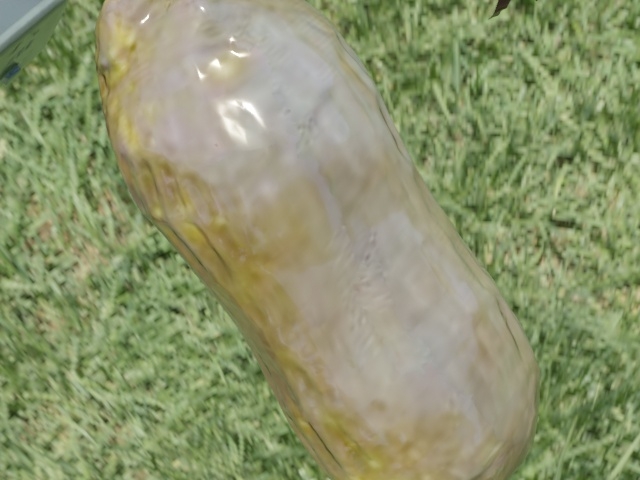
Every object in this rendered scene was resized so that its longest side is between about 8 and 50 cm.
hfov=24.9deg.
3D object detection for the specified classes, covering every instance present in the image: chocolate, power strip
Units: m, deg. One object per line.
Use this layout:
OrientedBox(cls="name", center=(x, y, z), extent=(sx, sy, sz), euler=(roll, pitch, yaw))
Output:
OrientedBox(cls="chocolate", center=(0.000, 0.000, 0.711), extent=(0.134, 0.134, 0.309), euler=(-36, 100, -9))
OrientedBox(cls="power strip", center=(-0.337, -0.118, 1.254), extent=(0.059, 0.193, 0.265), euler=(45, 61, -3))

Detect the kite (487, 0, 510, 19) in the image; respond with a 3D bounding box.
OrientedBox(cls="kite", center=(0.186, -0.313, 0.953), extent=(0.022, 0.360, 0.204), euler=(33, 51, 26))
